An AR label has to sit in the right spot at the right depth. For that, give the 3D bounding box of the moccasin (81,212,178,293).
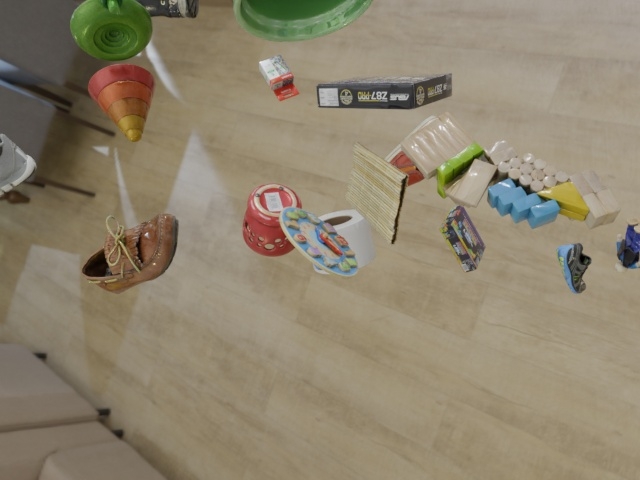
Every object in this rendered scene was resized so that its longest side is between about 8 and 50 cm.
[{"bbox_3d":[-0.463,0.026,1.304,0.379,0.146,0.139,-19,61,45],"label":"moccasin"}]

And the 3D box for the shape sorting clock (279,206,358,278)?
[{"bbox_3d":[0.000,0.000,1.143,0.040,0.206,0.206,-48,59,18],"label":"shape sorting clock"}]

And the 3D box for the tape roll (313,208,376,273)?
[{"bbox_3d":[0.074,0.002,2.025,0.246,0.246,0.169,-4,109,32],"label":"tape roll"}]

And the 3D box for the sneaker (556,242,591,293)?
[{"bbox_3d":[0.679,0.076,1.433,0.078,0.188,0.067,-21,40,18],"label":"sneaker"}]

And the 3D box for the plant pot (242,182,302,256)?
[{"bbox_3d":[-0.146,-0.071,1.719,0.191,0.191,0.174,58,151,28],"label":"plant pot"}]

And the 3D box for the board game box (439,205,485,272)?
[{"bbox_3d":[0.452,-0.007,1.717,0.048,0.141,0.170,-22,108,39],"label":"board game box"}]

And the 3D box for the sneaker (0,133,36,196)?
[{"bbox_3d":[-0.692,-0.126,1.063,0.086,0.132,0.229,22,60,41],"label":"sneaker"}]

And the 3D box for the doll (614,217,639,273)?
[{"bbox_3d":[0.912,0.022,1.608,0.046,0.189,0.129,-10,39,-2],"label":"doll"}]

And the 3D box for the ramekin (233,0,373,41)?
[{"bbox_3d":[-0.043,-0.562,1.140,0.303,0.303,0.148,-16,81,30],"label":"ramekin"}]

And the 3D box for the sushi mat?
[{"bbox_3d":[0.116,-0.114,1.211,0.316,0.019,0.152,-125,38,-64],"label":"sushi mat"}]

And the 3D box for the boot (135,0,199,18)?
[{"bbox_3d":[-0.364,-0.591,1.162,0.178,0.085,0.237,-2,107,15],"label":"boot"}]

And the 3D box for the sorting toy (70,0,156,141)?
[{"bbox_3d":[-0.324,-0.286,0.883,0.366,0.126,0.126,117,137,-62],"label":"sorting toy"}]

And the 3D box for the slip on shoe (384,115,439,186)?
[{"bbox_3d":[0.239,-0.195,1.517,0.331,0.123,0.101,-46,66,9],"label":"slip on shoe"}]

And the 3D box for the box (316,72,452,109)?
[{"bbox_3d":[0.232,-0.544,1.971,0.394,0.318,0.097,10,117,34],"label":"box"}]

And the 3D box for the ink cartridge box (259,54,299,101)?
[{"bbox_3d":[-0.104,-0.416,1.392,0.062,0.029,0.115,-25,72,-16],"label":"ink cartridge box"}]

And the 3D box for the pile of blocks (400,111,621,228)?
[{"bbox_3d":[0.309,-0.086,0.939,0.362,0.113,0.149,29,74,23],"label":"pile of blocks"}]
